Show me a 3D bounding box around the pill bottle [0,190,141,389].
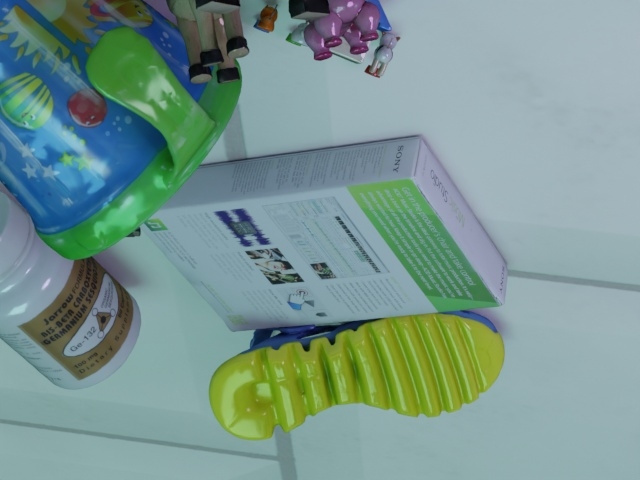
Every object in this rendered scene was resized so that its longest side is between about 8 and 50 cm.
[{"bbox_3d":[-0.303,0.050,2.064,0.131,0.131,0.229,-9,142,30],"label":"pill bottle"}]

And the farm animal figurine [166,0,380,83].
[{"bbox_3d":[-0.017,-0.249,1.446,0.330,0.172,0.327,-15,172,22],"label":"farm animal figurine"}]

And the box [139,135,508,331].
[{"bbox_3d":[0.000,0.000,1.958,0.322,0.058,0.232,-5,144,27],"label":"box"}]

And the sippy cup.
[{"bbox_3d":[-0.225,-0.140,1.678,0.305,0.240,0.224,-29,119,35],"label":"sippy cup"}]

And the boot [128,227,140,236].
[{"bbox_3d":[-0.215,-0.043,1.983,0.087,0.042,0.118,10,149,-9],"label":"boot"}]

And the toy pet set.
[{"bbox_3d":[0.014,-0.192,1.672,0.122,0.065,0.114,21,-178,-8],"label":"toy pet set"}]

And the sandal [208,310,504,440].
[{"bbox_3d":[0.039,0.124,2.090,0.317,0.138,0.126,-5,108,1],"label":"sandal"}]
